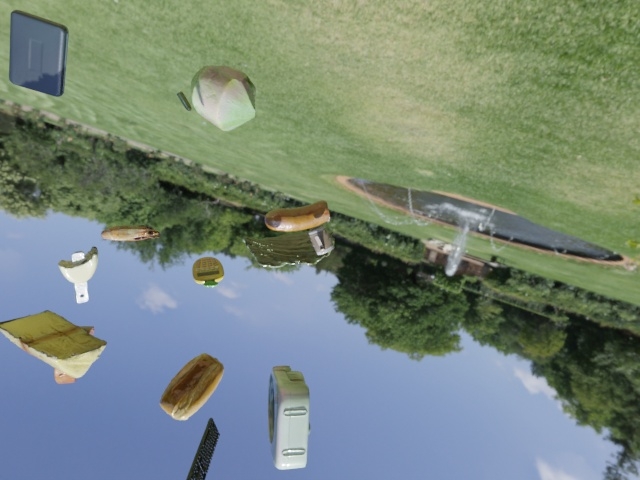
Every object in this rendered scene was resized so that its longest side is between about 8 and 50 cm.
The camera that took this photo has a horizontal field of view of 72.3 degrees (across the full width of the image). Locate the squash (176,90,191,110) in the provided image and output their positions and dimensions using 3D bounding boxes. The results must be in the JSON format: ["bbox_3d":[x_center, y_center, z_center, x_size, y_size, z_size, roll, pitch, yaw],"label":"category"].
[{"bbox_3d":[-0.568,-0.582,1.838,0.083,0.027,0.027,61,167,-18],"label":"squash"}]

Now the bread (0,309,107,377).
[{"bbox_3d":[-0.778,0.278,1.271,0.240,0.135,0.178,27,152,8],"label":"bread"}]

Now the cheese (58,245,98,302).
[{"bbox_3d":[-0.863,0.132,1.579,0.127,0.235,0.050,-13,-138,-35],"label":"cheese"}]

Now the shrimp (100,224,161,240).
[{"bbox_3d":[-0.721,-0.019,1.688,0.236,0.053,0.133,-5,153,3],"label":"shrimp"}]

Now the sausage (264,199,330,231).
[{"bbox_3d":[-0.095,-0.094,1.785,0.271,0.108,0.109,-10,-168,-18],"label":"sausage"}]

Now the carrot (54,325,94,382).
[{"bbox_3d":[-1.086,0.507,1.948,0.100,0.258,0.307,14,153,-14],"label":"carrot"}]

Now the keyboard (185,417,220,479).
[{"bbox_3d":[-0.273,0.510,1.028,0.013,0.061,0.204,-15,-163,6],"label":"keyboard"}]

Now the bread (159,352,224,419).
[{"bbox_3d":[-0.438,0.499,1.513,0.140,0.236,0.106,37,152,3],"label":"bread"}]

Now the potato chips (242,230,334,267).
[{"bbox_3d":[-0.146,0.014,1.949,0.390,0.097,0.373,-8,-162,-18],"label":"potato chips"}]

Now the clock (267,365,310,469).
[{"bbox_3d":[-0.109,0.542,1.423,0.109,0.265,0.324,1,-174,-11],"label":"clock"}]

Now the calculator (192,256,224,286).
[{"bbox_3d":[-0.539,0.151,2.106,0.146,0.032,0.235,-7,-144,-16],"label":"calculator"}]

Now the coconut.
[{"bbox_3d":[-0.312,-0.478,1.466,0.236,0.204,0.236,32,161,12],"label":"coconut"}]

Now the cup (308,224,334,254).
[{"bbox_3d":[-0.006,0.002,1.676,0.074,0.099,0.102,-17,-167,34],"label":"cup"}]

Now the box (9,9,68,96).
[{"bbox_3d":[-0.897,-0.590,1.398,0.160,0.230,0.050,14,-151,-16],"label":"box"}]
